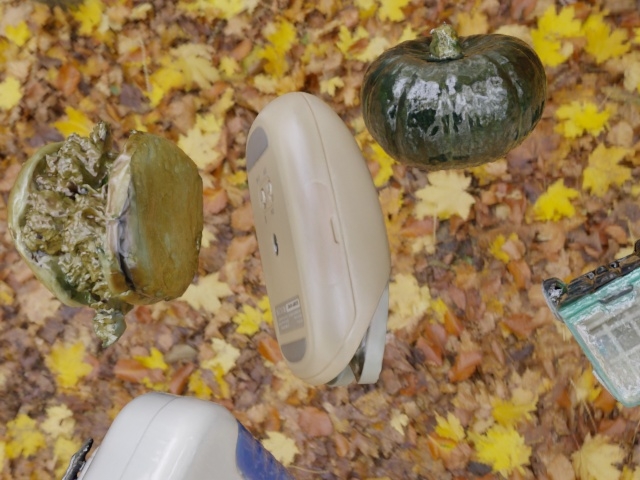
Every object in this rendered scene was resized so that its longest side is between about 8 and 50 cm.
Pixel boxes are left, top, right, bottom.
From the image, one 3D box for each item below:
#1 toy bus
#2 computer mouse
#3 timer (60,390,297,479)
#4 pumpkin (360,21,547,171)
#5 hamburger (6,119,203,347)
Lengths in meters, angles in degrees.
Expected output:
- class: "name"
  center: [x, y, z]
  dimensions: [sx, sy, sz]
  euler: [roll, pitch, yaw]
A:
- class: "toy bus"
  center: [0.234, 0.059, 0.610]
  dimensions: [0.091, 0.262, 0.109]
  euler: [-33, 74, 17]
- class: "computer mouse"
  center: [0.000, 0.000, 0.647]
  dimensions: [0.082, 0.145, 0.236]
  euler: [-9, 80, -19]
- class: "timer"
  center: [-0.094, 0.217, 0.402]
  dimensions: [0.078, 0.178, 0.253]
  euler: [6, 56, 29]
- class: "pumpkin"
  center: [0.149, -0.167, 0.924]
  dimensions: [0.212, 0.152, 0.211]
  euler: [0, 37, 0]
- class: "hamburger"
  center: [-0.175, -0.004, 0.671]
  dimensions: [0.131, 0.159, 0.184]
  euler: [-6, 76, 16]
